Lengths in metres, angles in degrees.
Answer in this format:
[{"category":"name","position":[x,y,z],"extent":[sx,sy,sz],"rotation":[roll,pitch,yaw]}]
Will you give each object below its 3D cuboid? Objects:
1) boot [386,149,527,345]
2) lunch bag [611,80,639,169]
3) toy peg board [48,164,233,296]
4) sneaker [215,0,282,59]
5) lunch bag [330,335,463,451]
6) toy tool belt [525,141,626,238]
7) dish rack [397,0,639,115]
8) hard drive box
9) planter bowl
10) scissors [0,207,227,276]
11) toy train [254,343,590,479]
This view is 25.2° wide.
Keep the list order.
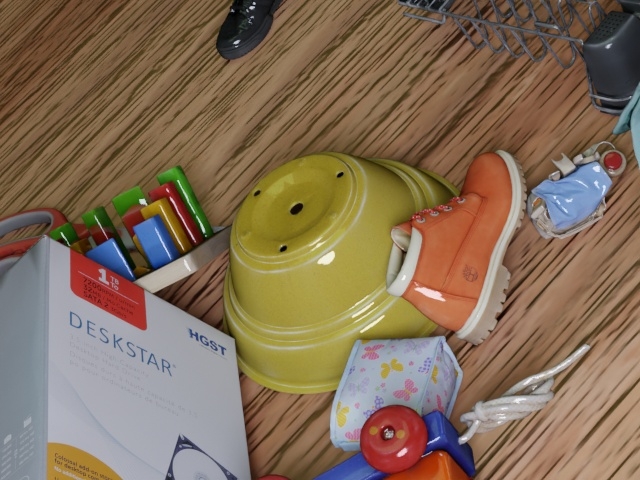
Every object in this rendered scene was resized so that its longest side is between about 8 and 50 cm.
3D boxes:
[{"category":"boot","position":[0.094,-0.011,1.009],"extent":[0.059,0.084,0.158],"rotation":[126,165,-53]},{"category":"lunch bag","position":[0.293,-0.078,0.806],"extent":[0.223,0.262,0.160],"rotation":[-43,41,-6]},{"category":"toy peg board","position":[-0.162,0.010,1.120],"extent":[0.161,0.079,0.160],"rotation":[-27,4,14]},{"category":"sneaker","position":[-0.062,-0.260,1.358],"extent":[0.051,0.089,0.170],"rotation":[17,63,43]},{"category":"lunch bag","position":[0.050,0.109,0.963],"extent":[0.071,0.053,0.083],"rotation":[-6,39,28]},{"category":"toy tool belt","position":[0.181,-0.038,1.004],"extent":[0.083,0.051,0.052],"rotation":[-38,78,1]},{"category":"dish rack","position":[0.200,-0.221,1.155],"extent":[0.208,0.074,0.271],"rotation":[-49,40,-15]},{"category":"hard drive box","position":[-0.141,0.137,0.962],"extent":[0.089,0.181,0.232],"rotation":[-41,37,25]},{"category":"planter bowl","position":[0.000,0.000,1.071],"extent":[0.217,0.090,0.217],"rotation":[-19,44,19]},{"category":"scissors","position":[-0.194,-0.008,1.268],"extent":[0.297,0.021,0.109],"rotation":[-17,44,23]},{"category":"toy train","position":[0.080,0.173,0.853],"extent":[0.248,0.105,0.143],"rotation":[-30,51,7]}]
